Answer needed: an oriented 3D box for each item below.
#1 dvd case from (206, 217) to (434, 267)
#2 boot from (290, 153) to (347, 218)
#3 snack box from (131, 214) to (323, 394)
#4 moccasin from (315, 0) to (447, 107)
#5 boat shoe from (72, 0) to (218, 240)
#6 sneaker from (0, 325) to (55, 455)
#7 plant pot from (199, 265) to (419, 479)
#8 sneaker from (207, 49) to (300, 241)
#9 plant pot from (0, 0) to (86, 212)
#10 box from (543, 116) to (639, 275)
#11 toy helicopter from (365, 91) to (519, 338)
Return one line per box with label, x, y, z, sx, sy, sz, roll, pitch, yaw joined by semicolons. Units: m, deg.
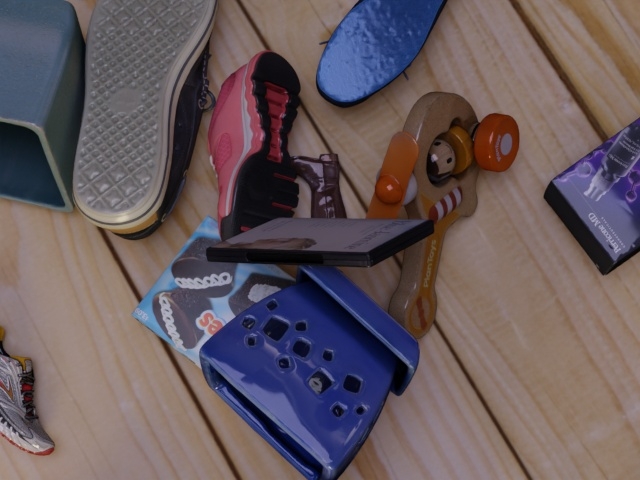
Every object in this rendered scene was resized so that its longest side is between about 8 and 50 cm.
dvd case;0.000;0.000;1.689;0.253;0.180;0.022;2;105;32
boot;-0.017;-0.069;1.906;0.106;0.037;0.114;-6;82;6
snack box;-0.092;0.132;1.855;0.322;0.060;0.187;36;83;10
moccasin;0.118;-0.328;1.910;0.137;0.117;0.342;41;79;-1
boat shoe;-0.256;-0.229;1.902;0.186;0.156;0.500;5;67;8
sneaker;-0.452;0.216;1.854;0.092;0.088;0.225;-36;78;-4
plant pot;-0.006;0.171;1.696;0.236;0.236;0.212;41;76;11
sneaker;-0.110;-0.119;1.886;0.136;0.116;0.314;-12;64;47
plant pot;-0.457;-0.228;1.876;0.247;0.248;0.252;13;64;8
box;0.449;-0.072;1.829;0.207;0.108;0.153;-36;78;-4
toy helicopter;0.146;-0.034;1.802;0.140;0.235;0.355;13;97;36
